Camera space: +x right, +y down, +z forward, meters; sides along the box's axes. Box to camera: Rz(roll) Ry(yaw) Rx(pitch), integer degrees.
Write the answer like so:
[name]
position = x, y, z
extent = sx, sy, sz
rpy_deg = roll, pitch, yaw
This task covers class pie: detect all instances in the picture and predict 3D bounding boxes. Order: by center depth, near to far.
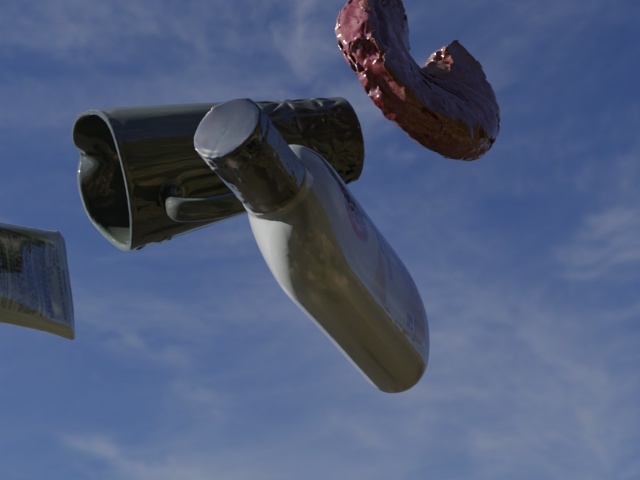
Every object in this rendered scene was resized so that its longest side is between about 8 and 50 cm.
[pie]
position = 0.111, -0.177, 1.254
extent = 0.219, 0.204, 0.054
rpy_deg = 23, -51, -36

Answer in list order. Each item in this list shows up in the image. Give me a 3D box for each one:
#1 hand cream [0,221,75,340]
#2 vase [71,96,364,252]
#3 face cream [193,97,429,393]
[hand cream]
position = -0.331, 0.029, 1.133
extent = 0.078, 0.124, 0.341
rpy_deg = -13, -12, 14
[vase]
position = -0.101, -0.083, 1.274
extent = 0.301, 0.251, 0.156
rpy_deg = -12, -65, -20
[face cream]
position = 0.000, 0.000, 0.886
extent = 0.071, 0.144, 0.291
rpy_deg = -24, -44, 15
